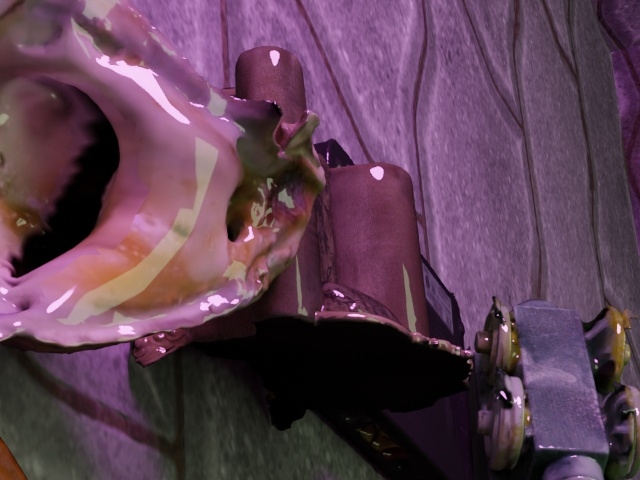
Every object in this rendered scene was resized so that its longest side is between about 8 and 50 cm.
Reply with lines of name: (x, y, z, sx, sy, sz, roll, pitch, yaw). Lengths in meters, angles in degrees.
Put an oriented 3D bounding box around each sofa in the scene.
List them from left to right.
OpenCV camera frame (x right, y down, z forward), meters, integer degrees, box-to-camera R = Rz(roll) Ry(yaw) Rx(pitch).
sofa: (0.000, 0.000, 0.966, 0.258, 0.182, 0.200, 39, 41, -61)

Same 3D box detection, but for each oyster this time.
oyster: (-0.130, -0.036, 0.709, 0.275, 0.100, 0.271, -48, 122, -33)

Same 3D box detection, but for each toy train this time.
toy train: (0.218, 0.176, 1.421, 0.271, 0.159, 0.188, -90, -175, -54)

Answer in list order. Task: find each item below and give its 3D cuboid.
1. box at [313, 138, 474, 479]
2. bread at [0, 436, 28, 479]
box: (0.053, 0.083, 1.259, 0.350, 0.058, 0.211, 49, 32, -55)
bread: (-0.133, 0.169, 0.619, 0.098, 0.087, 0.269, -76, 149, -53)
